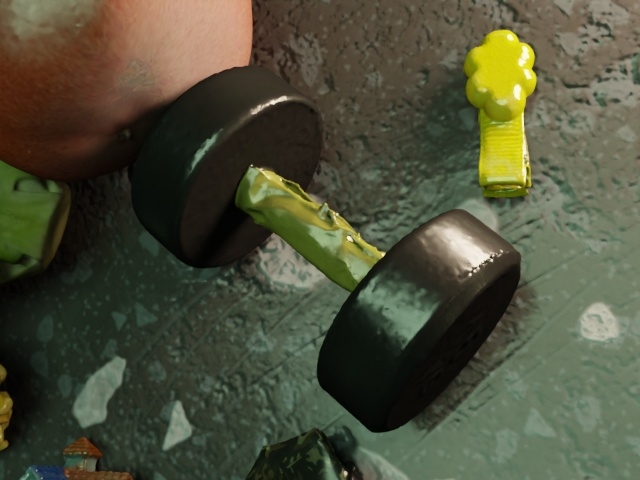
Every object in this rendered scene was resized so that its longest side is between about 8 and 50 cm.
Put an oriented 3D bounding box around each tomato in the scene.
[{"bbox_3d":[-0.215,-0.208,0.766,0.341,0.341,0.272,-38,63,7],"label":"tomato"}]

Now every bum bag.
[{"bbox_3d":[0.030,0.274,0.714,0.248,0.069,0.102,41,130,21],"label":"bum bag"}]

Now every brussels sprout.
[{"bbox_3d":[-0.413,-0.034,0.870,0.271,0.210,0.219,7,85,5],"label":"brussels sprout"}]

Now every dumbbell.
[{"bbox_3d":[0.000,0.000,0.716,0.322,0.204,0.203,39,92,23],"label":"dumbbell"}]

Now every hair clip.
[{"bbox_3d":[0.176,-0.130,0.770,0.072,0.046,0.173,0,76,15],"label":"hair clip"}]

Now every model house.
[{"bbox_3d":[-0.254,0.274,0.794,0.148,0.119,0.148,-4,69,18],"label":"model house"}]

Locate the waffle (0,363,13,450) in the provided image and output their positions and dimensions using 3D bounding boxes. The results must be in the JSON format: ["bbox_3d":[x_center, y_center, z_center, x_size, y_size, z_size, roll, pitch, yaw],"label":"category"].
[{"bbox_3d":[-0.461,0.166,0.853,0.253,0.056,0.249,43,117,-15],"label":"waffle"}]
